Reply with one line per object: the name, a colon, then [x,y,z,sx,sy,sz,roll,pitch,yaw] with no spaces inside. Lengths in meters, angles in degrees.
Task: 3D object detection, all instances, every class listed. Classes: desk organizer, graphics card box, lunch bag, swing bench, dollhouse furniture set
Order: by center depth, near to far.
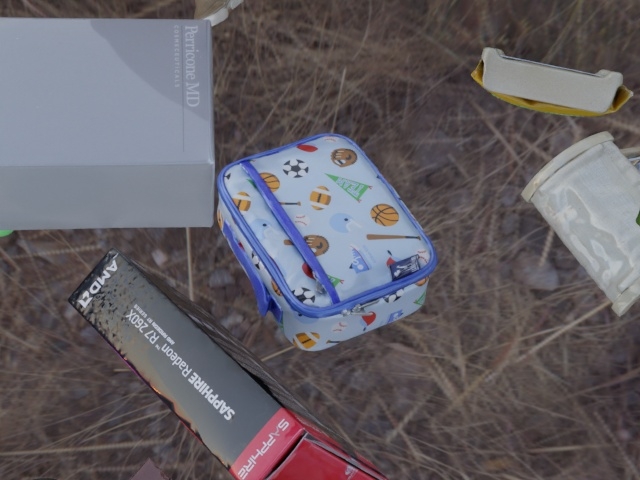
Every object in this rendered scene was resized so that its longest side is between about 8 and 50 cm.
dollhouse furniture set: [0.308,-0.112,1.184,0.301,0.197,0.151,13,102,9]
graphics card box: [-0.107,0.172,1.229,0.094,0.233,0.371,-50,54,-2]
lunch bag: [0.000,0.000,1.449,0.243,0.115,0.303,-18,55,-24]
desk organizer: [-0.272,0.360,1.476,0.130,0.047,0.050,-48,115,-26]
swing bench: [0.492,-0.026,1.655,0.165,0.255,0.253,-50,56,27]

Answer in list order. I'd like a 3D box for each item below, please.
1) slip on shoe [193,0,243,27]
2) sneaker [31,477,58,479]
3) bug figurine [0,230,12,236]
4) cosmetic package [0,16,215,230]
slip on shoe: [-0.126,-0.265,1.214,0.051,0.135,0.041,-28,108,29]
sneaker: [-0.213,0.304,0.827,0.109,0.130,0.286,2,47,-15]
bug figurine: [-0.501,-0.012,1.343,0.279,0.216,0.072,-21,106,-47]
cosmetic package: [-0.191,-0.081,0.753,0.238,0.107,0.127,-4,64,-6]
